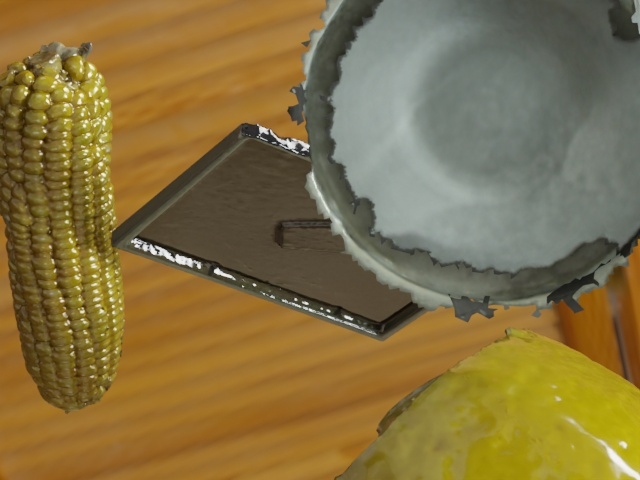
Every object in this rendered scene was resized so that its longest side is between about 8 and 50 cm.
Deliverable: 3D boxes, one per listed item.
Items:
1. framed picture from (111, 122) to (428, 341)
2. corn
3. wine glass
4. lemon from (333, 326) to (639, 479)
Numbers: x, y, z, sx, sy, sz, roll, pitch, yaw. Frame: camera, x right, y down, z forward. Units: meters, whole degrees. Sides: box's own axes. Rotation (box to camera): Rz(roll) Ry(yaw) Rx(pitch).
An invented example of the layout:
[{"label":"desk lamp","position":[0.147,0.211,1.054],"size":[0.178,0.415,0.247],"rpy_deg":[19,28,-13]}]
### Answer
[{"label":"framed picture","position":[0.000,-0.001,1.452],"size":[0.192,0.265,0.018],"rpy_deg":[-35,44,44]},{"label":"corn","position":[-0.205,0.000,1.498],"size":[0.102,0.313,0.102],"rpy_deg":[-4,23,2]},{"label":"wine glass","position":[0.100,-0.099,0.960],"size":[0.190,0.190,0.357],"rpy_deg":[-10,16,10]},{"label":"lemon","position":[0.160,0.269,1.329],"size":[0.364,0.364,0.364],"rpy_deg":[-10,44,10]}]
